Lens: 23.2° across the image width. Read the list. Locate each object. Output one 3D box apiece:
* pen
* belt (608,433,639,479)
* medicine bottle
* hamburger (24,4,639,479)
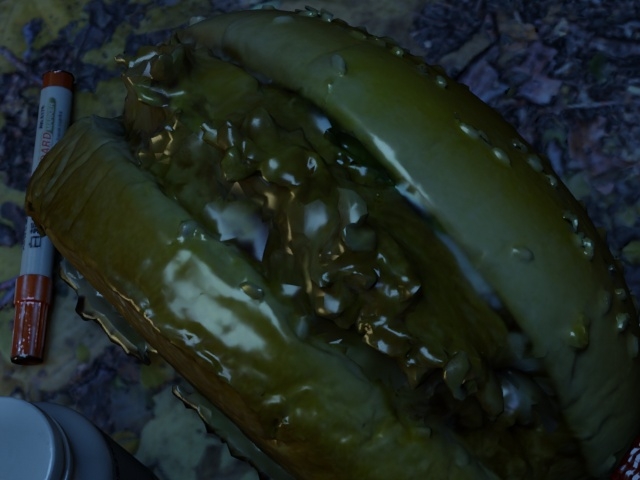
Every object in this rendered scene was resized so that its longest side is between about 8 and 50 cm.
[{"bbox_3d":[-0.207,-0.020,1.166,0.028,0.028,0.239,-4,64,13],"label":"pen"},{"bbox_3d":[0.251,0.143,0.911,0.124,0.128,0.201,34,77,27],"label":"belt"},{"bbox_3d":[-0.166,0.164,0.976,0.107,0.191,0.107,-6,65,12],"label":"medicine bottle"},{"bbox_3d":[0.000,0.000,0.961,0.268,0.287,0.445,-44,65,-9],"label":"hamburger"}]
